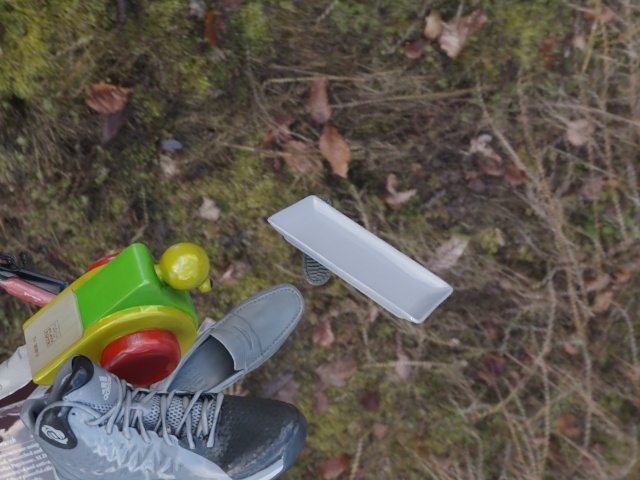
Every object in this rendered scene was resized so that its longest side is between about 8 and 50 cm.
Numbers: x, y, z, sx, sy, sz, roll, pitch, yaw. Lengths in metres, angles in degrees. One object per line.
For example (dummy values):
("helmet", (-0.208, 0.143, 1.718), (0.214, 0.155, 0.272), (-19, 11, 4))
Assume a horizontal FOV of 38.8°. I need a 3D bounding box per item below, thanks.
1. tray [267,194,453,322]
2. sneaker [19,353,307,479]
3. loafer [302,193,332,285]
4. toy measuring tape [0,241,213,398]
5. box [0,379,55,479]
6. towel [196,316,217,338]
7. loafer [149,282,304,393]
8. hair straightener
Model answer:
("tray", (0.057, 0.030, 1.347), (0.145, 0.270, 0.030), (-31, 151, -58))
("sneaker", (-0.134, 0.138, 0.700), (0.229, 0.086, 0.132), (-12, 129, 17))
("loafer", (0.000, 0.000, 1.479), (0.056, 0.050, 0.148), (5, 88, 4))
("toy measuring tape", (-0.215, 0.107, 0.830), (0.330, 0.121, 0.121), (-37, 128, 21))
("box", (-0.336, 0.267, 1.161), (0.167, 0.168, 0.203), (-20, 102, 12))
("towel", (-0.195, 0.186, 1.695), (0.060, 0.083, 0.009), (-53, 166, -19))
("loafer", (-0.150, 0.186, 1.541), (0.319, 0.111, 0.112), (-41, 91, -16))
("hair straightener", (-0.553, 0.054, 1.605), (0.230, 0.089, 0.047), (18, 125, -1))
